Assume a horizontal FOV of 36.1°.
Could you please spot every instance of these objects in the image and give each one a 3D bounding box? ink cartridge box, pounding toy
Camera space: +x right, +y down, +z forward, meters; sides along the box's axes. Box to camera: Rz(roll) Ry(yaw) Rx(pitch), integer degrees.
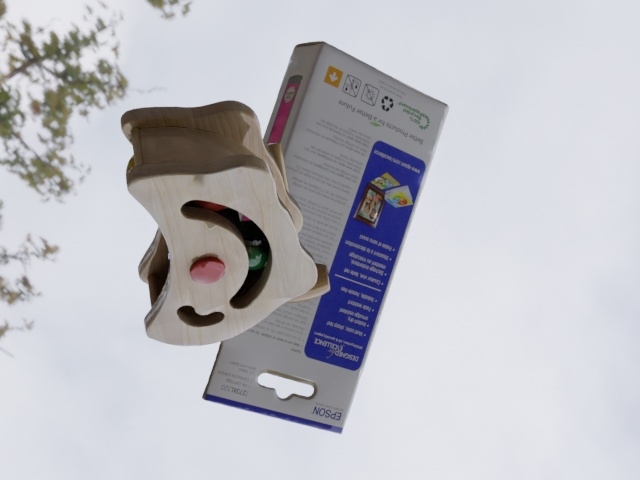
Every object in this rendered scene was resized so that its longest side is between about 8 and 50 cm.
[{"bbox_3d":[0.000,0.000,1.010,0.069,0.176,0.370,9,-100,57],"label":"ink cartridge box"},{"bbox_3d":[-0.097,-0.019,0.834,0.154,0.269,0.154,-19,-131,4],"label":"pounding toy"}]
